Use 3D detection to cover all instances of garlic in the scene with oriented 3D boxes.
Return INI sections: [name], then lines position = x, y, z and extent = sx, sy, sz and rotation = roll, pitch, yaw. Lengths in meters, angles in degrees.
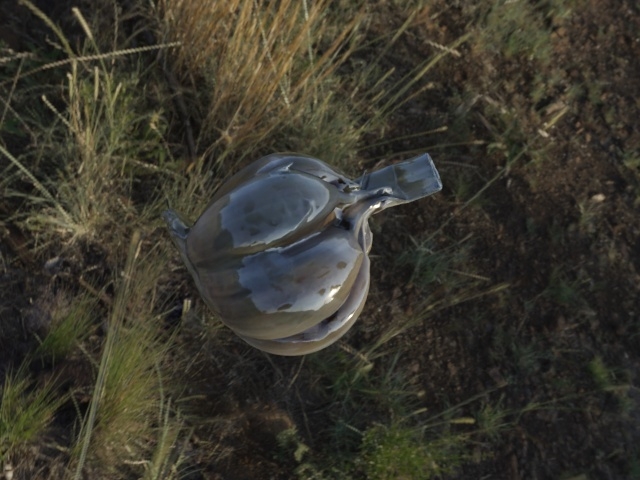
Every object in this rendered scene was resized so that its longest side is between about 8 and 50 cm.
[garlic]
position = 0.000, 0.000, 0.403
extent = 0.194, 0.127, 0.131
rotation = -19, 113, -10
